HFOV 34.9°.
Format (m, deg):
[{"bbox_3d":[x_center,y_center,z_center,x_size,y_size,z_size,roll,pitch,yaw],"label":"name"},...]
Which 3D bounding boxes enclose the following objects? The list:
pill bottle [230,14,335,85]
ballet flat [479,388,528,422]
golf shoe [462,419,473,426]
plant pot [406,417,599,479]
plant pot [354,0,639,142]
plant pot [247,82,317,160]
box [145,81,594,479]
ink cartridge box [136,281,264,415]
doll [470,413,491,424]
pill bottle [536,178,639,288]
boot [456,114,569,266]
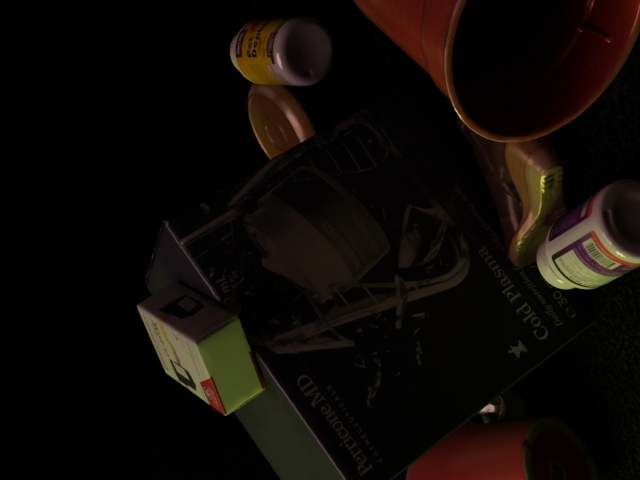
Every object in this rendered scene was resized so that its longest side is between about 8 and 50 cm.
[{"bbox_3d":[-0.074,-0.329,1.771,0.215,0.117,0.117,15,133,58],"label":"pill bottle"},{"bbox_3d":[0.274,0.277,1.879,0.248,0.086,0.086,19,136,53],"label":"ballet flat"},{"bbox_3d":[0.244,0.351,1.967,0.186,0.067,0.086,48,170,23],"label":"golf shoe"},{"bbox_3d":[0.321,0.427,1.735,0.243,0.275,0.275,-32,90,43],"label":"plant pot"},{"bbox_3d":[0.179,-0.292,1.157,0.265,0.272,0.272,47,156,45],"label":"plant pot"},{"bbox_3d":[-0.079,-0.216,2.036,0.236,0.032,0.236,45,155,28],"label":"plant pot"},{"bbox_3d":[0.063,0.096,1.579,0.480,0.471,0.297,53,157,10],"label":"box"},{"bbox_3d":[-0.168,0.147,1.410,0.175,0.072,0.127,21,137,51],"label":"ink cartridge box"},{"bbox_3d":[0.289,0.351,1.992,0.189,0.046,0.129,46,143,27],"label":"doll"},{"bbox_3d":[0.361,0.002,1.326,0.108,0.108,0.193,55,157,6],"label":"pill bottle"},{"bbox_3d":[0.266,-0.101,1.457,0.207,0.090,0.248,57,162,35],"label":"boot"}]
